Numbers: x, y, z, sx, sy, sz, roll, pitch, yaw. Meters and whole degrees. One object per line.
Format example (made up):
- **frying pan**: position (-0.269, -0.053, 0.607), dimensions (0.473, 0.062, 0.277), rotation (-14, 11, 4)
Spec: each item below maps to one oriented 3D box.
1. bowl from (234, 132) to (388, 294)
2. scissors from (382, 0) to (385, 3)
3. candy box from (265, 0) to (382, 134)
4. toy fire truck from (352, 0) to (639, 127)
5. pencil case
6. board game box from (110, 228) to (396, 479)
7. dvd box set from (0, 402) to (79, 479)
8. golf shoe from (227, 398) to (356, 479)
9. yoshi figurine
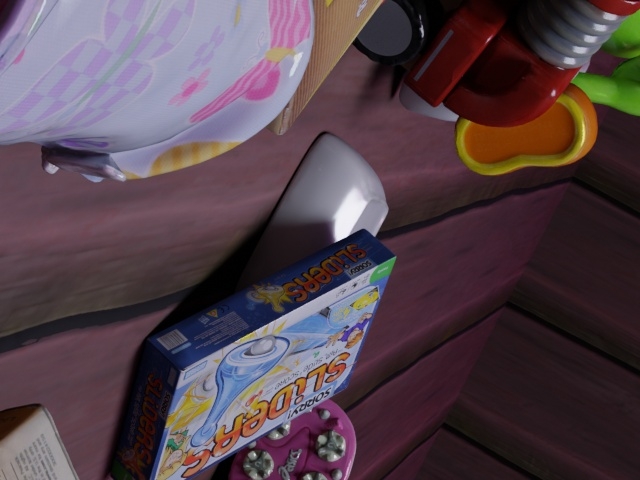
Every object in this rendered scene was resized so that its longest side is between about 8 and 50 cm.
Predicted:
- **bowl**: position (0.000, 0.000, 1.288), dimensions (0.142, 0.053, 0.142), rotation (-60, 168, 0)
- **scissors**: position (0.057, -0.165, 0.943), dimensions (0.297, 0.021, 0.109), rotation (-45, -173, 14)
- **candy box**: position (0.036, -0.222, 0.814), dimensions (0.316, 0.087, 0.183), rotation (-56, 169, -30)
- **toy fire truck**: position (0.177, -0.155, 1.121), dimensions (0.158, 0.246, 0.217), rotation (-49, 178, -46)
- **pencil case**: position (-0.089, -0.079, 0.550), dimensions (0.124, 0.113, 0.273), rotation (-43, 172, 9)
- **board game box**: position (-0.044, 0.083, 1.190), dimensions (0.201, 0.035, 0.136), rotation (-27, 148, -39)
- **dvd box set**: position (-0.179, 0.289, 0.698), dimensions (0.420, 0.062, 0.307), rotation (-43, 115, -59)
- **golf shoe**: position (-0.064, 0.275, 1.534), dimensions (0.306, 0.115, 0.140), rotation (-57, 174, -7)
- **yoshi figurine**: position (0.196, -0.177, 1.390), dimensions (0.362, 0.203, 0.203), rotation (-44, 153, -65)
